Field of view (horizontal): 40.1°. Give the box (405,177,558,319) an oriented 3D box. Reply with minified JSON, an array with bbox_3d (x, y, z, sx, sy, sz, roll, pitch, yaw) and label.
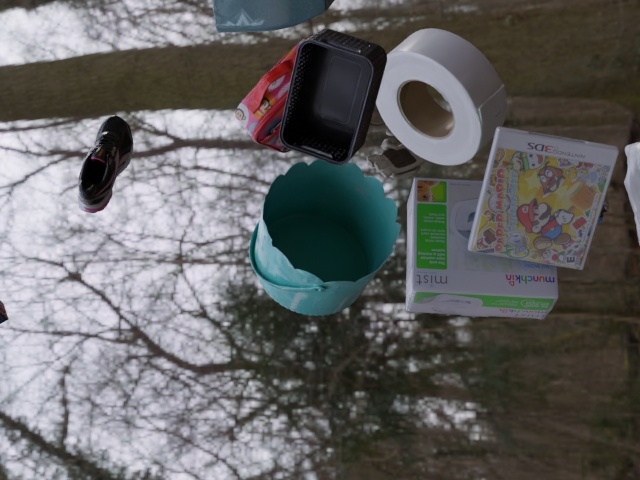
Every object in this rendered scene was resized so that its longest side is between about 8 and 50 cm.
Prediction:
[{"bbox_3d":[0.293,0.018,1.632,0.127,0.262,0.231,91,-177,-65],"label":"box"}]

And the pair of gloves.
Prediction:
[{"bbox_3d":[0.170,-0.250,2.164,0.204,0.240,0.042,-27,-27,-27],"label":"pair of gloves"}]

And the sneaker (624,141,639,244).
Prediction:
[{"bbox_3d":[0.584,-0.073,1.572,0.094,0.080,0.212,-154,54,-68],"label":"sneaker"}]

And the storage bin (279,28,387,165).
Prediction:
[{"bbox_3d":[0.019,-0.223,1.363,0.084,0.122,0.180,-53,-19,-58],"label":"storage bin"}]

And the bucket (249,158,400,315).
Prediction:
[{"bbox_3d":[0.000,0.000,1.694,0.183,0.281,0.281,116,170,-55],"label":"bucket"}]

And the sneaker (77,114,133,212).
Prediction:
[{"bbox_3d":[-0.365,-0.138,1.490,0.077,0.072,0.178,108,171,-67],"label":"sneaker"}]

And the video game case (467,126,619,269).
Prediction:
[{"bbox_3d":[0.377,-0.069,1.499,0.026,0.206,0.227,-80,0,-65],"label":"video game case"}]

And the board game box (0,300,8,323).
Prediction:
[{"bbox_3d":[-0.575,0.089,1.274,0.045,0.147,0.193,52,172,44],"label":"board game box"}]

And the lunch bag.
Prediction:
[{"bbox_3d":[-0.060,-0.352,2.088,0.120,0.293,0.258,51,-165,20],"label":"lunch bag"}]

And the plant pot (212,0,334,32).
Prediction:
[{"bbox_3d":[-0.085,-0.613,1.970,0.248,0.252,0.247,-61,-24,-49],"label":"plant pot"}]

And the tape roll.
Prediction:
[{"bbox_3d":[0.250,-0.300,1.857,0.100,0.286,0.286,-43,-50,-28],"label":"tape roll"}]

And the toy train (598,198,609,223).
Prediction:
[{"bbox_3d":[0.501,-0.072,1.808,0.080,0.184,0.105,17,-117,-47],"label":"toy train"}]
